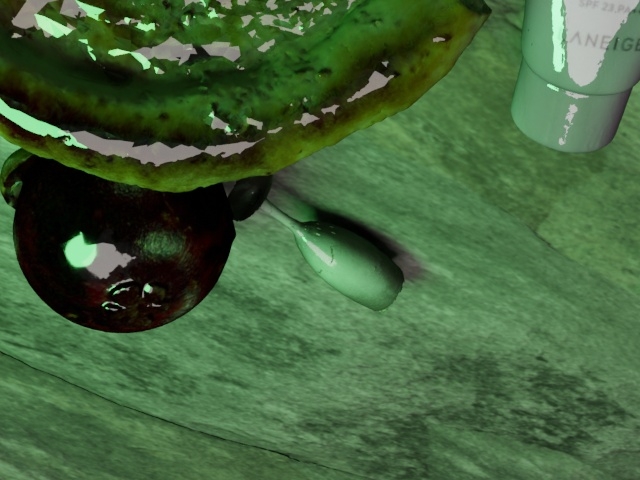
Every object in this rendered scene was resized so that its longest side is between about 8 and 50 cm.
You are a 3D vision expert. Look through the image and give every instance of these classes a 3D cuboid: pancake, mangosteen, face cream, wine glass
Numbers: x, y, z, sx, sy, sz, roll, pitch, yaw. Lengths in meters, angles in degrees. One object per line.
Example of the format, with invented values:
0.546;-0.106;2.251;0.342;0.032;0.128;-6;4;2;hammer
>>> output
-0.089;-0.181;1.334;0.426;0.067;0.305;12;105;-1;pancake
-0.175;-0.018;1.605;0.209;0.210;0.210;3;144;2;mangosteen
0.221;-0.199;1.414;0.154;0.096;0.274;10;131;-1;face cream
0.000;0.000;1.723;0.066;0.066;0.198;-26;135;35;wine glass
